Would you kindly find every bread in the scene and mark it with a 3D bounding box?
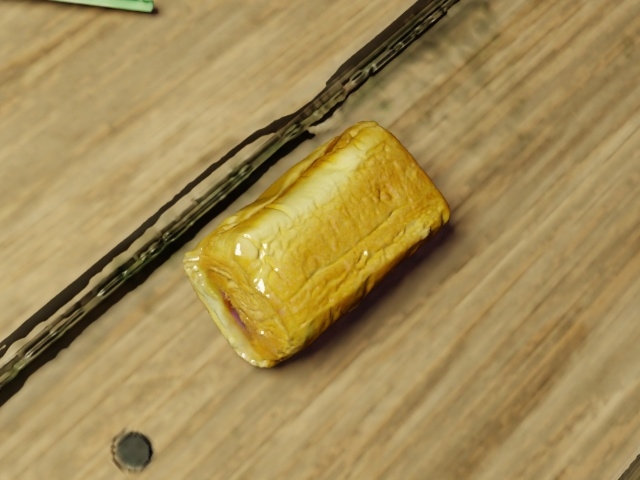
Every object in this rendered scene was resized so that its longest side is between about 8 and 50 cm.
[{"bbox_3d":[0.000,0.000,0.751,0.132,0.053,0.074,-42,96,-32],"label":"bread"}]

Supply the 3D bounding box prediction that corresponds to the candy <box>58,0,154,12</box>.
[{"bbox_3d":[-0.167,-0.119,0.721,0.201,0.060,0.060,3,69,-33],"label":"candy"}]
